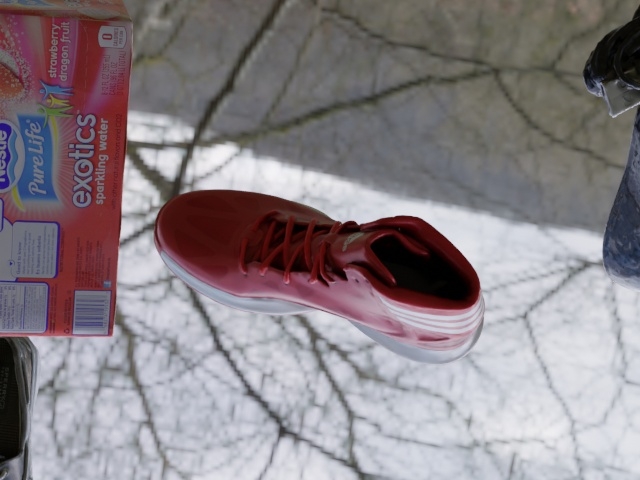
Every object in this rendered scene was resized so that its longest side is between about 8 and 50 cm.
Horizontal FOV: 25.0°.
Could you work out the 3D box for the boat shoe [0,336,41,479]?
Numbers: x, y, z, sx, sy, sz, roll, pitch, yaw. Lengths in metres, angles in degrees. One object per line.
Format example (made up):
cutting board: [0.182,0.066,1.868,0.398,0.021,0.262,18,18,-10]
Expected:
boat shoe: [-0.405,0.268,1.722,0.121,0.335,0.119,0,169,3]

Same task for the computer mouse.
computer mouse: [0.248,-0.050,0.926,0.188,0.272,0.072,-30,-127,-21]

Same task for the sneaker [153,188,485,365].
sneaker: [0.000,0.000,0.883,0.221,0.087,0.128,15,159,5]

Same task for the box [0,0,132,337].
box: [-0.260,-0.073,1.315,0.154,0.300,0.142,1,-160,-14]
